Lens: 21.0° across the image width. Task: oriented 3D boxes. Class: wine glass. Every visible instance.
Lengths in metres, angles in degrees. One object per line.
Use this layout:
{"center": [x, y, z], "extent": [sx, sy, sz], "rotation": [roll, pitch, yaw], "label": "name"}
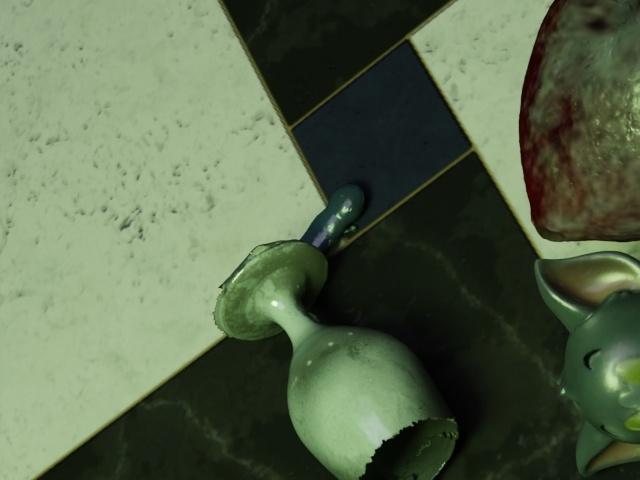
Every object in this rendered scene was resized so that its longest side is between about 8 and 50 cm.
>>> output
{"center": [0.014, 0.114, 1.492], "extent": [0.126, 0.126, 0.241], "rotation": [-46, 52, 9], "label": "wine glass"}

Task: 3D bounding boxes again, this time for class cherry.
{"center": [0.271, -0.120, 1.374], "extent": [0.230, 0.203, 0.300], "rotation": [45, 106, 29], "label": "cherry"}

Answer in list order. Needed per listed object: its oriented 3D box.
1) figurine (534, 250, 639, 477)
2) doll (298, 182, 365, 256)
{"center": [0.301, 0.067, 1.319], "extent": [0.265, 0.193, 0.140], "rotation": [-25, 18, -2], "label": "figurine"}
{"center": [0.000, 0.000, 1.609], "extent": [0.037, 0.027, 0.125], "rotation": [41, 98, 37], "label": "doll"}
